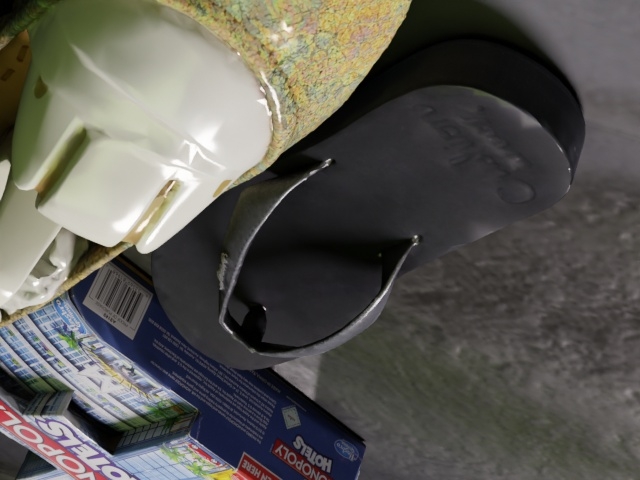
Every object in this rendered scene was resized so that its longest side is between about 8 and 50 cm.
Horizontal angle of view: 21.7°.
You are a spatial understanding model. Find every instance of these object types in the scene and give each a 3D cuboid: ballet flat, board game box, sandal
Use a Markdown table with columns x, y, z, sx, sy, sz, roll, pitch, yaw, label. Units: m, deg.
| x | y | z | sx | sy | sz | roll | pitch | yaw | label |
| --- | --- | --- | --- | --- | --- | --- | --- | --- | --- |
| -0.089 | -0.036 | 0.608 | 0.123 | 0.123 | 0.348 | 37 | 144 | -22 | ballet flat |
| -0.113 | 0.094 | 0.861 | 0.194 | 0.060 | 0.194 | 39 | 143 | -25 | board game box |
| 0.000 | -0.001 | 0.661 | 0.097 | 0.054 | 0.254 | 32 | 146 | -14 | sandal |
